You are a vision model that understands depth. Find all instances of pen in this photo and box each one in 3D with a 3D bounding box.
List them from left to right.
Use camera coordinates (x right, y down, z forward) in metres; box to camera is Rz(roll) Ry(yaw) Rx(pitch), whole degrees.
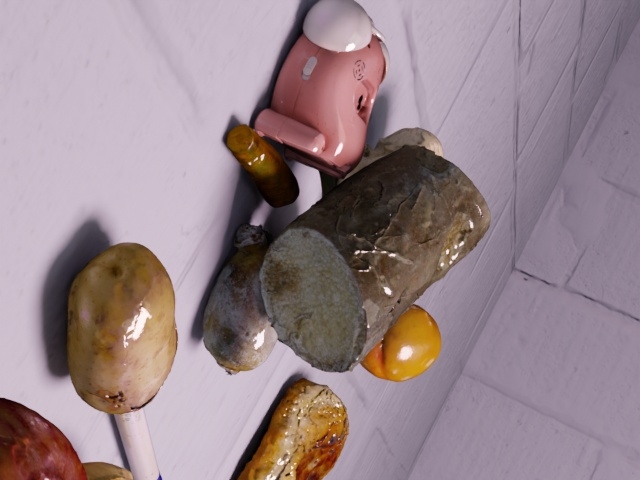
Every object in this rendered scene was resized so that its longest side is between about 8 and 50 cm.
[{"bbox_3d":[-0.183,0.202,1.184,0.033,0.033,0.269,-55,161,-30],"label":"pen"}]

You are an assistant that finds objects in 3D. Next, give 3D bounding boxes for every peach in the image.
[{"bbox_3d":[0.117,0.159,1.869,0.138,0.138,0.138,-56,161,-30],"label":"peach"}]

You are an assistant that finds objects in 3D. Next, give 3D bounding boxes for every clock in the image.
[{"bbox_3d":[0.017,-0.153,1.196,0.162,0.093,0.166,-67,163,-3],"label":"clock"}]

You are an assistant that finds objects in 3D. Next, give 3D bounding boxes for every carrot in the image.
[{"bbox_3d":[-0.057,-0.073,1.173,0.042,0.042,0.171,-63,160,-8],"label":"carrot"}]

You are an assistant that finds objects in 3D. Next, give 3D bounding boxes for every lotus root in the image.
[{"bbox_3d":[-0.075,0.063,1.244,0.088,0.088,0.165,0,102,-72],"label":"lotus root"}]

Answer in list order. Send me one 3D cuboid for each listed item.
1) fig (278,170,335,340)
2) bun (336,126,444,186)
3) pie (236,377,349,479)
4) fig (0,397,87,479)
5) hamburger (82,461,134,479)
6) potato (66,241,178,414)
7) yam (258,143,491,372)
[{"bbox_3d":[0.000,0.000,1.317,0.149,0.149,0.245,-35,135,-60],"label":"fig"},{"bbox_3d":[0.079,-0.049,1.482,0.178,0.128,0.193,-35,135,-60],"label":"bun"},{"bbox_3d":[-0.054,0.350,1.702,0.308,0.085,0.308,-55,162,-28],"label":"pie"},{"bbox_3d":[-0.258,0.196,0.786,0.175,0.207,0.175,35,49,-52],"label":"fig"},{"bbox_3d":[-0.219,0.272,0.989,0.283,0.144,0.156,-41,141,-57],"label":"hamburger"},{"bbox_3d":[-0.163,0.075,0.976,0.170,0.080,0.107,98,15,-52],"label":"potato"},{"bbox_3d":[0.057,0.004,1.211,0.254,0.154,0.154,-40,152,-32],"label":"yam"}]
